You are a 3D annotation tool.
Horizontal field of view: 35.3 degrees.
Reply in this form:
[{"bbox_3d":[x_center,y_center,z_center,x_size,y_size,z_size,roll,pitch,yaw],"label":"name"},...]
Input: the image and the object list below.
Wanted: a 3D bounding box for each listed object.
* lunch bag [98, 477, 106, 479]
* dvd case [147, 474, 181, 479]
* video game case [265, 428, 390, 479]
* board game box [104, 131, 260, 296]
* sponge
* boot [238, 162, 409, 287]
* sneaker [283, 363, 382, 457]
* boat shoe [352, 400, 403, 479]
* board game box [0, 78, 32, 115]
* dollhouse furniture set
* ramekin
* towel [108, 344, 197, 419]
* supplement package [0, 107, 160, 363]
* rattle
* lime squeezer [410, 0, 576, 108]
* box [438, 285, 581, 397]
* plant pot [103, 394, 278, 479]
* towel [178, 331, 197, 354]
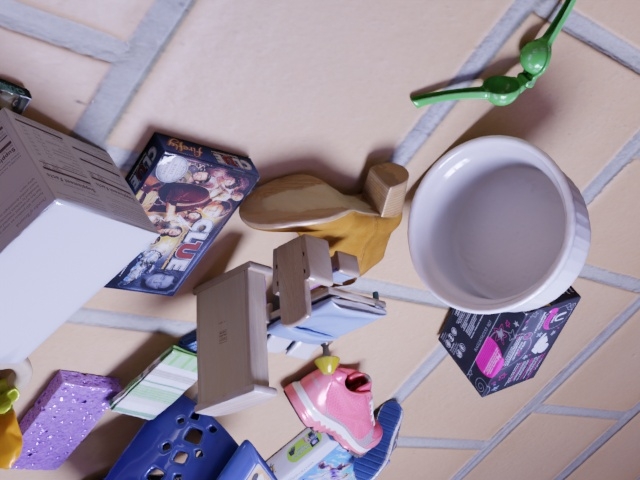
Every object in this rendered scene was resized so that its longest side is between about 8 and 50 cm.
[{"bbox_3d":[-0.380,0.490,1.826,0.128,0.096,0.151,-17,122,-6],"label":"lunch bag"},{"bbox_3d":[-0.314,0.544,1.990,0.179,0.030,0.239,9,127,-41],"label":"dvd case"},{"bbox_3d":[-0.013,0.500,2.133,0.244,0.061,0.269,-40,143,12],"label":"video game case"},{"bbox_3d":[-0.214,-0.028,1.384,0.165,0.042,0.243,11,126,-44],"label":"board game box"},{"bbox_3d":[-0.422,0.293,1.617,0.117,0.031,0.210,17,122,-47],"label":"sponge"},{"bbox_3d":[0.000,-0.001,1.522,0.295,0.104,0.211,-15,140,-29],"label":"boot"},{"bbox_3d":[0.063,0.321,1.934,0.136,0.116,0.314,-40,143,8],"label":"sneaker"},{"bbox_3d":[0.129,0.428,2.091,0.183,0.066,0.066,-60,154,-17],"label":"boat shoe"},{"bbox_3d":[-0.428,-0.115,1.140,0.126,0.026,0.186,14,124,-45],"label":"board game box"},{"bbox_3d":[-0.004,0.160,1.537,0.303,0.198,0.286,18,148,-41],"label":"dollhouse furniture set"},{"bbox_3d":[0.288,-0.016,1.582,0.277,0.277,0.135,-46,150,18],"label":"ramekin"},{"bbox_3d":[-0.258,0.229,1.624,0.152,0.023,0.113,-43,147,11],"label":"towel"},{"bbox_3d":[-0.366,0.006,1.193,0.262,0.145,0.204,-41,156,12],"label":"supplement package"},{"bbox_3d":[-0.454,0.202,1.403,0.130,0.143,0.200,17,130,-24],"label":"rattle"},{"bbox_3d":[0.282,-0.268,1.475,0.310,0.059,0.110,-37,114,9],"label":"lime squeezer"},{"bbox_3d":[0.352,0.147,1.902,0.142,0.163,0.247,-13,140,-30],"label":"box"},{"bbox_3d":[-0.205,0.430,1.710,0.236,0.212,0.236,-55,149,-23],"label":"plant pot"},{"bbox_3d":[-0.191,0.191,1.667,0.067,0.029,0.119,-26,144,-7],"label":"towel"}]
